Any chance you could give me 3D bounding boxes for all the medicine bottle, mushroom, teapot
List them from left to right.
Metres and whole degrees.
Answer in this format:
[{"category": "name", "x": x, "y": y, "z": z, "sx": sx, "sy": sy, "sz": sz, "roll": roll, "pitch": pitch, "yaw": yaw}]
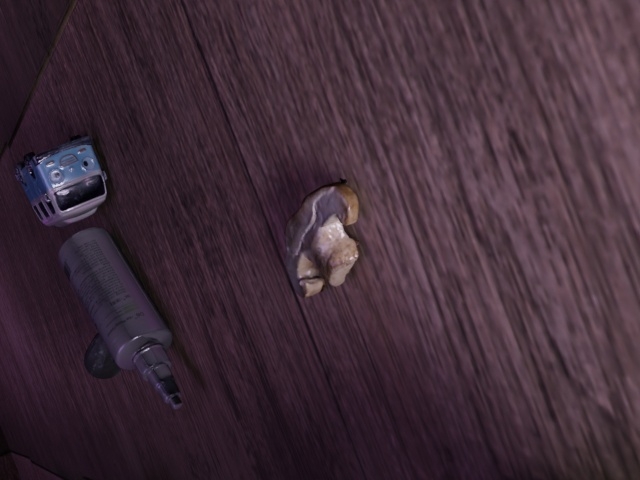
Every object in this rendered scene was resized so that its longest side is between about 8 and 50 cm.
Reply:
[{"category": "teapot", "x": -0.225, "y": 0.106, "z": 0.951, "sx": 0.043, "sy": 0.043, "sz": 0.111, "roll": 58, "pitch": 148, "yaw": 20}, {"category": "medicine bottle", "x": -0.175, "y": 0.074, "z": 0.821, "sx": 0.199, "sy": 0.057, "sz": 0.058, "roll": 51, "pitch": 148, "yaw": 30}, {"category": "mushroom", "x": 0.000, "y": 0.000, "z": 0.496, "sx": 0.049, "sy": 0.019, "sz": 0.101, "roll": 56, "pitch": 151, "yaw": 21}]

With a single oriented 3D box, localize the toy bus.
[{"category": "toy bus", "x": -0.244, "y": -0.053, "z": 0.854, "sx": 0.123, "sy": 0.060, "sz": 0.075, "roll": -8, "pitch": 106, "yaw": 64}]
